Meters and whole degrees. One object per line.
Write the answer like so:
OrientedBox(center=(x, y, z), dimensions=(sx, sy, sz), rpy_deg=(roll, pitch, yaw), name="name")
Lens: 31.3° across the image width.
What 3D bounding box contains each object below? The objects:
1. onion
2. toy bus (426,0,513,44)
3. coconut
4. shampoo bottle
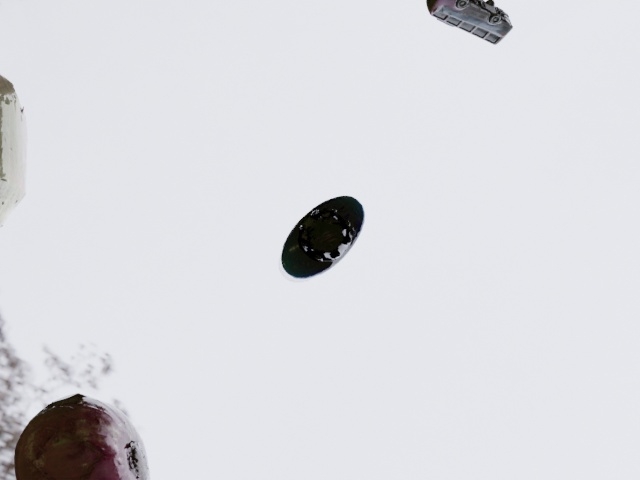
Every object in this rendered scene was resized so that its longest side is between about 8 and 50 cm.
OrientedBox(center=(-0.311, 0.295, 1.501), dimensions=(0.200, 0.207, 0.201), rpy_deg=(-14, -112, 40), name="onion")
OrientedBox(center=(0.204, -0.313, 1.568), dimensions=(0.052, 0.130, 0.037), rpy_deg=(-47, -141, 37), name="toy bus")
OrientedBox(center=(-0.345, -0.092, 1.019), dimensions=(0.171, 0.171, 0.183), rpy_deg=(-17, -109, 33), name="coconut")
OrientedBox(center=(0.000, 0.000, 1.009), dimensions=(0.087, 0.050, 0.183), rpy_deg=(-43, 179, -5), name="shampoo bottle")
